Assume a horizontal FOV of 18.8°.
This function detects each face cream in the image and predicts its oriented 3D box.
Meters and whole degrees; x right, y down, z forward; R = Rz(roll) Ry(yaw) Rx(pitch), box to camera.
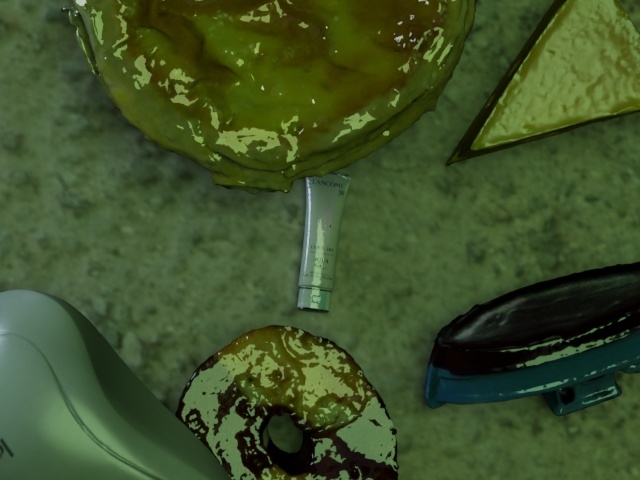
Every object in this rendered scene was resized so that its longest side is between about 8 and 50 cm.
[{"bbox_3d":[0.000,0.000,1.540,0.038,0.020,0.115,8,80,-9],"label":"face cream"}]

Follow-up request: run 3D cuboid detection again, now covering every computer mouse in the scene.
[{"bbox_3d":[-0.179,0.174,1.410,0.184,0.121,0.297,-35,89,20],"label":"computer mouse"}]

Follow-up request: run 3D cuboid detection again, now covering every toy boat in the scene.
[{"bbox_3d":[0.188,0.089,1.536,0.223,0.100,0.097,-16,123,-6],"label":"toy boat"}]

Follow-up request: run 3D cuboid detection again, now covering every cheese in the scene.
[{"bbox_3d":[0.178,-0.112,1.546,0.171,0.093,0.126,-37,94,-11],"label":"cheese"}]

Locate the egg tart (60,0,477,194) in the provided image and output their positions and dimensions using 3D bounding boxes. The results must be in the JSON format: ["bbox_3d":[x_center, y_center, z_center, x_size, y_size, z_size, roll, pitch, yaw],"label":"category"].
[{"bbox_3d":[-0.034,-0.205,1.497,0.341,0.132,0.341,1,83,-10],"label":"egg tart"}]

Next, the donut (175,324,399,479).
[{"bbox_3d":[-0.028,0.159,1.491,0.166,0.073,0.184,-42,92,-11],"label":"donut"}]
